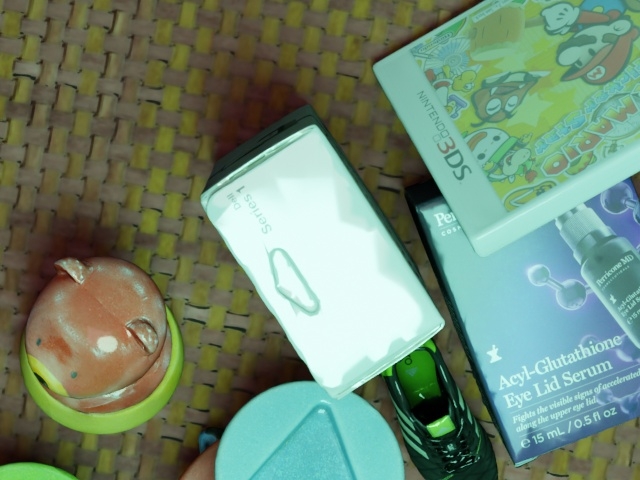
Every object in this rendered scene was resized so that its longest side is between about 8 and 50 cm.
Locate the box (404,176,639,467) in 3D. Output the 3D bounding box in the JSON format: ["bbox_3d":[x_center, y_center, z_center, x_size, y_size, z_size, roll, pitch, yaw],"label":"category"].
[{"bbox_3d":[0.167,0.034,1.195,0.153,0.108,0.207,-23,98,2],"label":"box"}]

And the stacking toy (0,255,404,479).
[{"bbox_3d":[-0.111,0.174,1.123,0.309,0.130,0.279,31,69,4],"label":"stacking toy"}]

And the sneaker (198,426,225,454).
[{"bbox_3d":[-0.097,0.218,1.235,0.073,0.063,0.162,9,97,0],"label":"sneaker"}]

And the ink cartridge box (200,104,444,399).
[{"bbox_3d":[0.000,0.000,1.128,0.092,0.219,0.160,-33,98,3],"label":"ink cartridge box"}]

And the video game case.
[{"bbox_3d":[0.168,-0.113,1.135,0.227,0.206,0.026,-29,135,4],"label":"video game case"}]

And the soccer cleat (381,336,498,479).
[{"bbox_3d":[0.086,0.135,1.212,0.060,0.072,0.179,-25,114,2],"label":"soccer cleat"}]
